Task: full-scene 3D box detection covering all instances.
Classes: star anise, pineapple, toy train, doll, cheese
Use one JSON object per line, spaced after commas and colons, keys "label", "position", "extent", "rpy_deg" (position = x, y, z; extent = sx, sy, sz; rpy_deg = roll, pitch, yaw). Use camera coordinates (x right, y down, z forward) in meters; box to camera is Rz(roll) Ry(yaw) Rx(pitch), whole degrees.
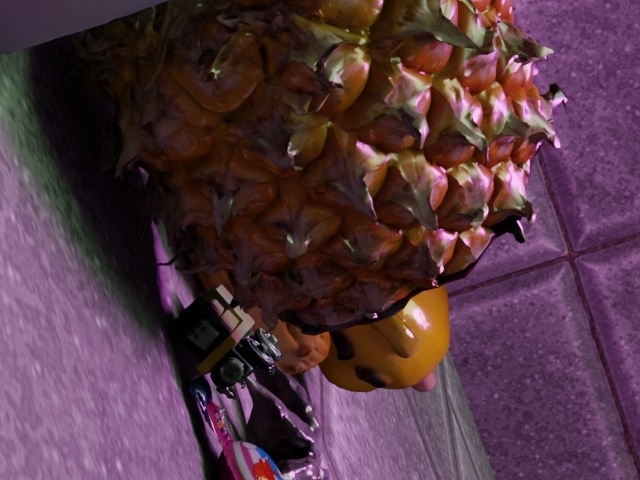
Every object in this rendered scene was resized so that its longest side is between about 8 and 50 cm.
{"label": "star anise", "position": [-0.020, 0.190, 1.607], "extent": [0.180, 0.061, 0.204], "rpy_deg": [63, 12, -53]}
{"label": "pineapple", "position": [-0.018, -0.127, 1.405], "extent": [0.300, 0.352, 0.352], "rpy_deg": [51, 20, -45]}
{"label": "toy train", "position": [-0.070, 0.075, 1.498], "extent": [0.081, 0.050, 0.122], "rpy_deg": [50, 7, 0]}
{"label": "doll", "position": [0.010, 0.010, 1.999], "extent": [0.348, 0.161, 0.423], "rpy_deg": [52, 2, 13]}
{"label": "cheese", "position": [-0.058, 0.166, 1.462], "extent": [0.145, 0.038, 0.095], "rpy_deg": [60, 5, 0]}

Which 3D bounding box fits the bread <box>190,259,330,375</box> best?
{"label": "bread", "position": [-0.063, -0.016, 1.685], "extent": [0.235, 0.099, 0.210], "rpy_deg": [72, 6, -55]}

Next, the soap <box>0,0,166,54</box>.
{"label": "soap", "position": [-0.202, -0.332, 1.113], "extent": [0.261, 0.156, 0.446], "rpy_deg": [-97, 167, -58]}
